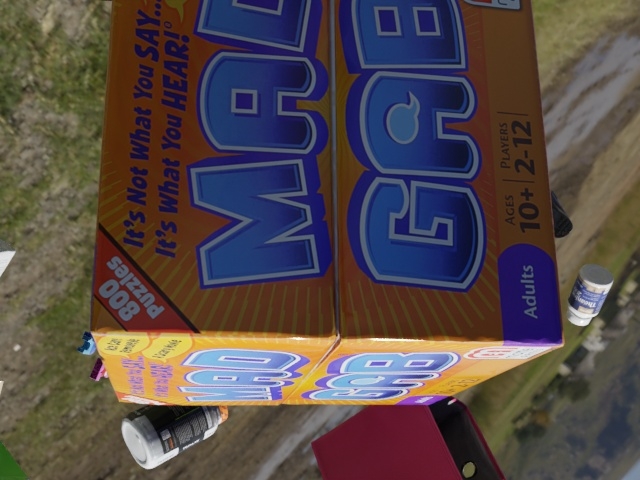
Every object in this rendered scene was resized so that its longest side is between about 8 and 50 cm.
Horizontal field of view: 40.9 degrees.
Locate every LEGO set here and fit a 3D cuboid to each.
[{"bbox_3d":[-0.471,0.198,1.948,0.227,0.087,0.093,-67,158,-5],"label":"LEGO set"}]

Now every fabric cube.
[{"bbox_3d":[0.185,0.462,1.677,0.258,0.254,0.259,-37,141,15],"label":"fabric cube"}]

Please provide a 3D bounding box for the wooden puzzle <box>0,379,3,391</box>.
[{"bbox_3d":[-0.642,0.273,1.630,0.116,0.079,0.014,-52,-158,37],"label":"wooden puzzle"}]

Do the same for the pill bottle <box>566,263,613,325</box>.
[{"bbox_3d":[0.534,0.111,1.720,0.067,0.067,0.120,-34,146,-42],"label":"pill bottle"}]

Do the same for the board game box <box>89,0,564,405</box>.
[{"bbox_3d":[-0.017,-0.040,0.838,0.356,0.357,0.356,119,-28,-69],"label":"board game box"}]

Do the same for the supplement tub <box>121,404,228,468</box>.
[{"bbox_3d":[-0.286,0.360,1.706,0.190,0.117,0.117,-24,150,-34],"label":"supplement tub"}]

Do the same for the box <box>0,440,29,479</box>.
[{"bbox_3d":[-0.462,0.357,1.103,0.127,0.262,0.231,-21,120,-33],"label":"box"}]

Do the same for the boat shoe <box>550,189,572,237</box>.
[{"bbox_3d":[0.454,-0.082,1.775,0.064,0.178,0.060,-35,-158,20],"label":"boat shoe"}]

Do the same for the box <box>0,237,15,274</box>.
[{"bbox_3d":[-0.651,0.059,1.457,0.182,0.119,0.181,-55,173,10],"label":"box"}]
